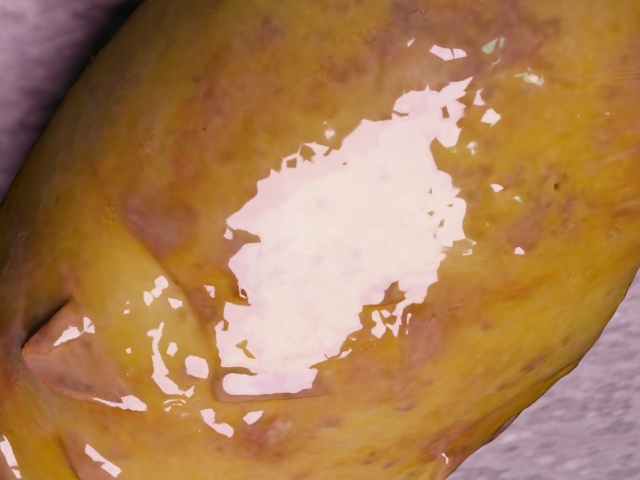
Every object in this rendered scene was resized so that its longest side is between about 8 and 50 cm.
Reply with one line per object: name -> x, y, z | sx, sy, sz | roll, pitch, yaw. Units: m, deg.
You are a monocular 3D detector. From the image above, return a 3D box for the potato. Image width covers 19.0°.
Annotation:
potato -> 0.000, 0.000, 0.548 | 0.176, 0.141, 0.298 | 5, 141, -44
